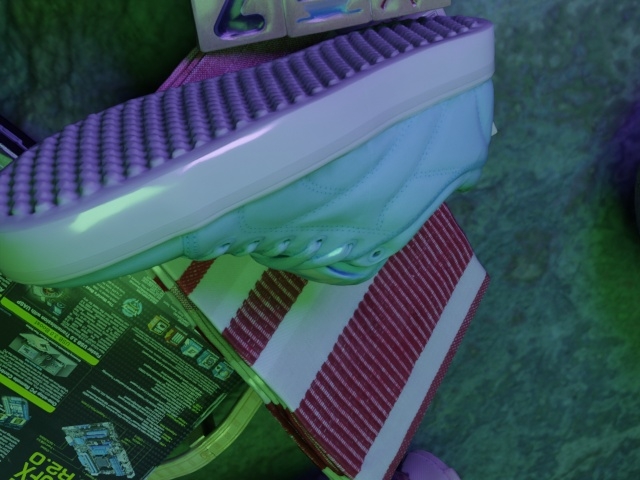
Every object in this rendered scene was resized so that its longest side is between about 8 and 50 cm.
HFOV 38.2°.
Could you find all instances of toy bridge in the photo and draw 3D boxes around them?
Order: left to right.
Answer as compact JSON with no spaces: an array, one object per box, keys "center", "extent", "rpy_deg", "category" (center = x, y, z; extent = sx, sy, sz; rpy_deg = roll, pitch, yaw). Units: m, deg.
[{"center":[-0.098,0.155,0.757],"extent":[0.188,0.063,0.026],"rpy_deg":[-39,119,4],"category":"toy bridge"}]

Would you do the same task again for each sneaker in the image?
[{"center":[-0.010,-0.024,0.535],"extent":[0.366,0.135,0.150],"rpy_deg":[-26,116,-36],"category":"sneaker"}]

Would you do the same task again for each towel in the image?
[{"center":[0.000,0.000,0.660],"extent":[0.329,0.037,0.237],"rpy_deg":[53,54,-29],"category":"towel"}]

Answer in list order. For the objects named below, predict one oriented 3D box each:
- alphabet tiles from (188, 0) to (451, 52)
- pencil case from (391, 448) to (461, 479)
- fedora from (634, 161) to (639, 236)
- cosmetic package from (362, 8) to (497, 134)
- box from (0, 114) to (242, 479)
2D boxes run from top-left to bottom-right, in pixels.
[{"center":[-0.016,-0.289,0.520],"extent":[0.285,0.011,0.342],"rpy_deg":[-14,115,-14],"category":"alphabet tiles"},{"center":[-0.040,0.345,0.752],"extent":[0.410,0.160,0.183],"rpy_deg":[-28,129,-22],"category":"pencil case"},{"center":[0.394,-0.039,0.739],"extent":[0.276,0.124,0.243],"rpy_deg":[10,123,14],"category":"fedora"},{"center":[0.080,-0.117,0.691],"extent":[0.060,0.041,0.115],"rpy_deg":[-30,119,-2],"category":"cosmetic package"},{"center":[-0.207,0.067,0.674],"extent":[0.270,0.060,0.216],"rpy_deg":[39,100,-22],"category":"box"}]
